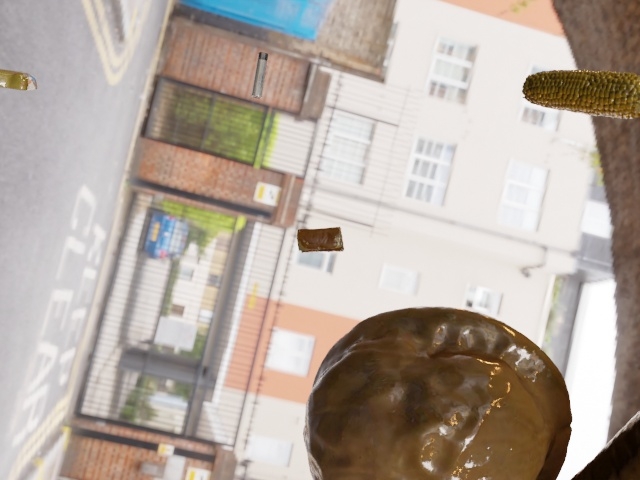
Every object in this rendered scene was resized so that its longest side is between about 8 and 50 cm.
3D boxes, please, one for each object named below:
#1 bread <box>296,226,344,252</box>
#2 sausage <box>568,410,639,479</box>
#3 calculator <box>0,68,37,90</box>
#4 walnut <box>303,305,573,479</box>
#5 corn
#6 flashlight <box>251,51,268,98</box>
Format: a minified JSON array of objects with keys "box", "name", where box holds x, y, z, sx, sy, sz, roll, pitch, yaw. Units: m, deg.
[{"box":[0.000,0.000,1.559,0.036,0.083,0.047,-62,148,-74],"name":"bread"},{"box":[0.422,0.297,1.101,0.501,0.123,0.136,-60,176,33],"name":"sausage"},{"box":[-0.573,-0.284,1.486,0.236,0.157,0.033,-153,-112,-68],"name":"calculator"},{"box":[0.157,0.280,1.278,0.383,0.383,0.383,-166,-90,-81],"name":"walnut"},{"box":[0.533,-0.296,1.719,0.091,0.260,0.091,-17,113,-48],"name":"corn"},{"box":[-0.111,-0.302,1.565,0.018,0.018,0.083,170,-71,-73],"name":"flashlight"}]
